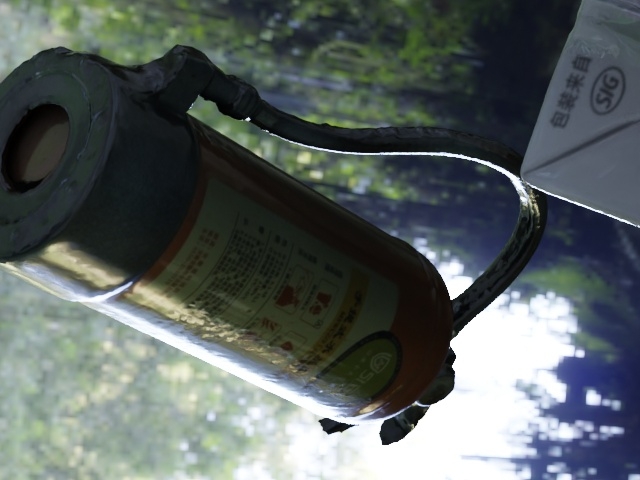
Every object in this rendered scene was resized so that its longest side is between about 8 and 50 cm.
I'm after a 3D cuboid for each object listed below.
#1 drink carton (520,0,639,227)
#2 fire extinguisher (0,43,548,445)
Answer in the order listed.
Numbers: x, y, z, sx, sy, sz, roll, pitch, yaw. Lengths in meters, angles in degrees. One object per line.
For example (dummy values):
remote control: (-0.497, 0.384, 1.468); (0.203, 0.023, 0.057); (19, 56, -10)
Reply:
drink carton: (0.197, -0.021, 0.538); (0.222, 0.134, 0.102); (23, -81, 35)
fire extinguisher: (0.000, 0.010, 0.861); (0.200, 0.376, 0.113); (-28, -126, 25)
